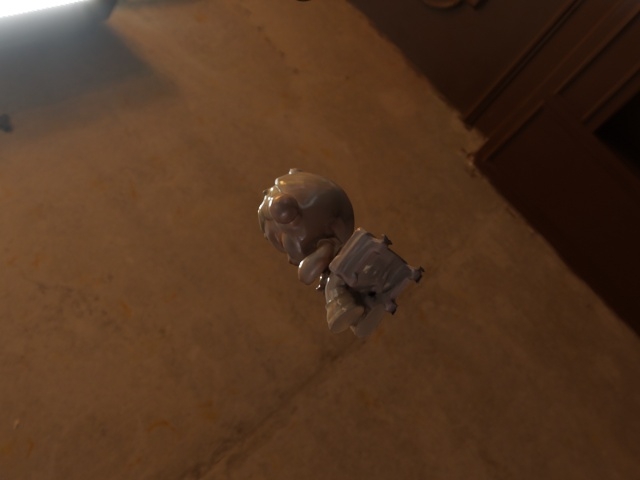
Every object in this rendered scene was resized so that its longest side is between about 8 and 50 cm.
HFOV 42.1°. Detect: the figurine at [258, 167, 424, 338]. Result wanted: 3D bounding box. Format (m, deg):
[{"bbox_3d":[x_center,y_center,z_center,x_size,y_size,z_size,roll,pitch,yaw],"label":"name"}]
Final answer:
[{"bbox_3d":[0.003,-0.009,1.071,0.181,0.145,0.256,7,-151,-46],"label":"figurine"}]
